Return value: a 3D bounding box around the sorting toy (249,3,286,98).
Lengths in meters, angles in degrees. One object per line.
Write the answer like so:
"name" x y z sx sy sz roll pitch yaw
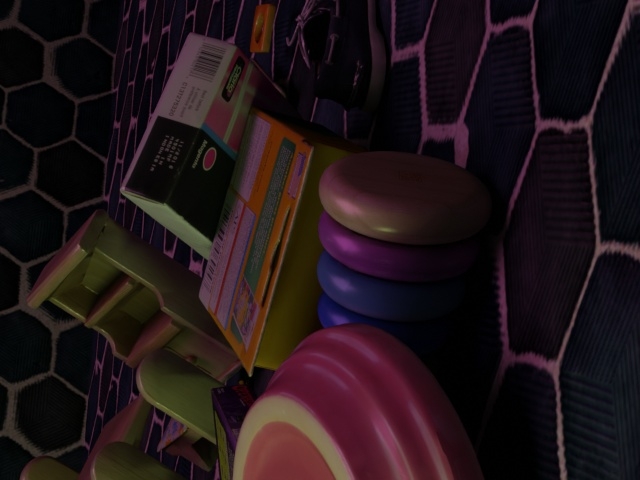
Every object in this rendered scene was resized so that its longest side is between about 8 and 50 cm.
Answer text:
"sorting toy" -0.080 -0.134 2.240 0.196 0.047 0.348 -131 51 -67

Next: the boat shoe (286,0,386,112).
"boat shoe" 0.013 -0.218 1.839 0.254 0.079 0.095 -99 22 -50

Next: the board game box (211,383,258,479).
"board game box" -0.057 0.334 1.671 0.208 0.056 0.347 -120 25 -75

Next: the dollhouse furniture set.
"dollhouse furniture set" -0.265 0.204 2.034 0.362 0.256 0.394 -41 20 49

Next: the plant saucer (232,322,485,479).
"plant saucer" 0.020 0.232 1.308 0.332 0.084 0.332 29 123 57

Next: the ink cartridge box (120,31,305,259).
"ink cartridge box" -0.078 -0.062 1.809 0.176 0.069 0.371 -67 -23 -10

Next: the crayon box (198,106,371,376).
"crayon box" -0.028 0.000 1.566 0.323 0.083 0.203 -137 62 -75

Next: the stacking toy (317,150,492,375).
"stacking toy" 0.052 0.100 1.434 0.141 0.141 0.330 -112 26 -64

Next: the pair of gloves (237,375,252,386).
"pair of gloves" -0.100 0.210 2.175 0.083 0.010 0.074 144 133 -72
